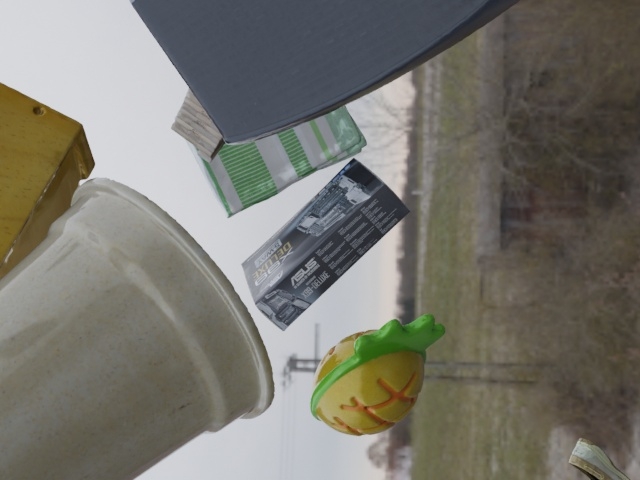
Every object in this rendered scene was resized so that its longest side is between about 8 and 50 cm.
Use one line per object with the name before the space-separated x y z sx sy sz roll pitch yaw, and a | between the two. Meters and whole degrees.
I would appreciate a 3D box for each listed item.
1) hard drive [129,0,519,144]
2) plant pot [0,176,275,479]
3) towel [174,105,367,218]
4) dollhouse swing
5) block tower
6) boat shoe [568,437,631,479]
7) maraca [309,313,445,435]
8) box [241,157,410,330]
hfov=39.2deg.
hard drive | -0.007 -0.171 0.611 0.172 0.255 0.054 56 -146 -16
plant pot | -0.273 0.152 0.962 0.305 0.334 0.334 -39 -40 -31
towel | -0.101 -0.221 1.816 0.248 0.325 0.038 62 177 -5
dollhouse swing | -0.514 -0.007 1.287 0.305 0.315 0.347 -45 21 59
block tower | -0.158 -0.258 1.493 0.091 0.097 0.335 -56 3 -31
boat shoe | 0.385 0.327 1.216 0.045 0.135 0.050 -46 8 -16
maraca | 0.057 0.135 0.922 0.099 0.127 0.185 60 141 30
box | 0.000 0.000 1.633 0.076 0.307 0.242 46 -176 -18
